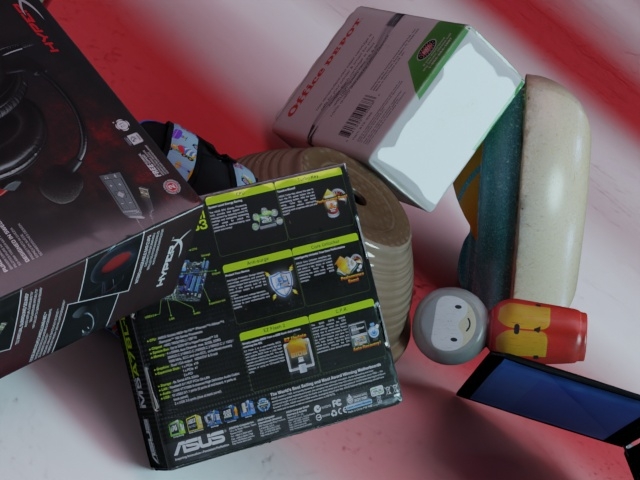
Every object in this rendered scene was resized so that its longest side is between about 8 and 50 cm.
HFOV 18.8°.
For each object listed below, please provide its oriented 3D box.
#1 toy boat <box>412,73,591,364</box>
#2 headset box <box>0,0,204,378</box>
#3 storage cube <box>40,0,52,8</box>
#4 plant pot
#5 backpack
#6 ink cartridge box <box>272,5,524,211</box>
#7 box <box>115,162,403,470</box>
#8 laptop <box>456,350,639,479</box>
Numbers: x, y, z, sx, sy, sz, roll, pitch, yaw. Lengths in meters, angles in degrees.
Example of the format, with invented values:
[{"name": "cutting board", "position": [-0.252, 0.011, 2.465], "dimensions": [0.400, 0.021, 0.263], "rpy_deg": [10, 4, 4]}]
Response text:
[{"name": "toy boat", "position": [0.165, 0.000, 1.747], "dimensions": [0.148, 0.267, 0.318], "rpy_deg": [4, 36, 5]}, {"name": "headset box", "position": [-0.258, -0.015, 1.219], "dimensions": [0.293, 0.110, 0.218], "rpy_deg": [-26, 66, -32]}, {"name": "storage cube", "position": [-0.301, -0.233, 1.483], "dimensions": [0.193, 0.215, 0.184], "rpy_deg": [33, 28, -3]}, {"name": "plant pot", "position": [0.000, 0.000, 1.636], "dimensions": [0.237, 0.110, 0.237], "rpy_deg": [32, 29, -20]}, {"name": "backpack", "position": [-0.112, -0.005, 1.487], "dimensions": [0.158, 0.117, 0.173], "rpy_deg": [31, 29, -19]}, {"name": "ink cartridge box", "position": [0.066, -0.124, 1.763], "dimensions": [0.087, 0.153, 0.208], "rpy_deg": [39, -7, -28]}, {"name": "box", "position": [-0.050, 0.052, 1.382], "dimensions": [0.190, 0.045, 0.184], "rpy_deg": [-15, 89, -24]}, {"name": "laptop", "position": [0.231, 0.210, 1.579], "dimensions": [0.234, 0.136, 0.264], "rpy_deg": [101, -30, -77]}]
